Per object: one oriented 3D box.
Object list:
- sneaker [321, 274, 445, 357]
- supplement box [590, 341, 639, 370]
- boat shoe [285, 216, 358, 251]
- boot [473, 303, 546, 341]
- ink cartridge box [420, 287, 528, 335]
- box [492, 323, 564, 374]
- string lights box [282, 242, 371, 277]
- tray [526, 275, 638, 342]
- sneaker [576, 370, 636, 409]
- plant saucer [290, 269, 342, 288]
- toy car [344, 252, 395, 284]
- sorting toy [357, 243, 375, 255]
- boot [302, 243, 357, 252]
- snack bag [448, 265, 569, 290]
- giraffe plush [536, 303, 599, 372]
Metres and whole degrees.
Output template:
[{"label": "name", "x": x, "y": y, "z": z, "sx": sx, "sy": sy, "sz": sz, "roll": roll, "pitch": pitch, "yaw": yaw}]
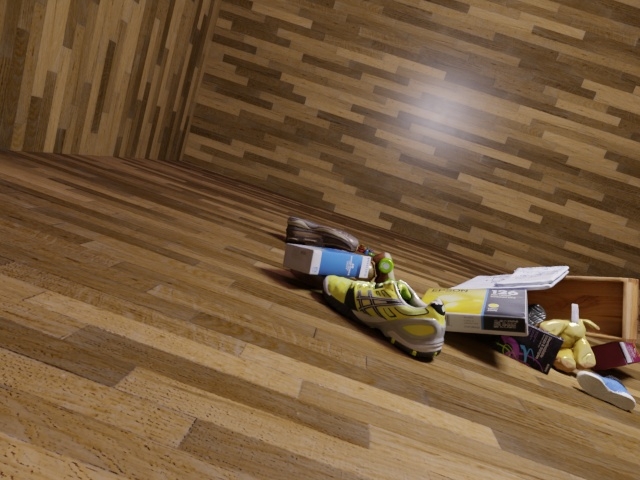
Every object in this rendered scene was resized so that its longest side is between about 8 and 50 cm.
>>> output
[{"label": "sneaker", "x": 0.170, "y": 0.164, "z": 1.110, "sx": 0.384, "sy": 0.147, "sz": 0.145, "roll": 23, "pitch": 13, "yaw": 35}, {"label": "supplement box", "x": 1.014, "y": 0.395, "z": 1.406, "sx": 0.188, "sy": 0.081, "sz": 0.104, "roll": 9, "pitch": -30, "yaw": -39}, {"label": "boat shoe", "x": 0.000, "y": 0.000, "z": 1.705, "sx": 0.355, "sy": 0.131, "sz": 0.132, "roll": 19, "pitch": 6, "yaw": 36}, {"label": "boot", "x": 0.612, "y": 0.292, "z": 1.353, "sx": 0.246, "sy": 0.084, "sz": 0.161, "roll": -16, "pitch": -26, "yaw": -3}, {"label": "ink cartridge box", "x": 0.474, "y": 0.197, "z": 1.263, "sx": 0.303, "sy": 0.072, "sz": 0.307, "roll": -3, "pitch": 13, "yaw": 27}, {"label": "box", "x": 0.614, "y": 0.308, "z": 1.209, "sx": 0.162, "sy": 0.116, "sz": 0.029, "roll": 23, "pitch": 14, "yaw": 25}, {"label": "string lights box", "x": 0.025, "y": 0.065, "z": 1.296, "sx": 0.259, "sy": 0.077, "sz": 0.133, "roll": 9, "pitch": 2, "yaw": -42}, {"label": "tray", "x": 0.896, "y": 0.231, "z": 1.467, "sx": 0.076, "sy": 0.203, "sz": 0.410, "roll": 8, "pitch": -6, "yaw": -27}, {"label": "sneaker", "x": 0.796, "y": 0.408, "z": 1.149, "sx": 0.152, "sy": 0.058, "sz": 0.084, "roll": 26, "pitch": 18, "yaw": 16}, {"label": "plant saucer", "x": -0.002, "y": 0.114, "z": 1.377, "sx": 0.198, "sy": 0.036, "sz": 0.198, "roll": 18, "pitch": 11, "yaw": -4}, {"label": "toy car", "x": 0.172, "y": 0.127, "z": 1.463, "sx": 0.188, "sy": 0.149, "sz": 0.155, "roll": -10, "pitch": 4, "yaw": 9}, {"label": "sorting toy", "x": 0.237, "y": 0.046, "z": 2.084, "sx": 0.101, "sy": 0.042, "sz": 0.061, "roll": 18, "pitch": 11, "yaw": -4}, {"label": "boot", "x": 0.028, "y": 0.015, "z": 1.866, "sx": 0.248, "sy": 0.090, "sz": 0.206, "roll": 24, "pitch": 24, "yaw": 22}, {"label": "snack bag", "x": 0.674, "y": 0.139, "z": 1.456, "sx": 0.342, "sy": 0.037, "sz": 0.322, "roll": -10, "pitch": -1, "yaw": 41}, {"label": "giraffe plush", "x": 0.773, "y": 0.322, "z": 1.330, "sx": 0.181, "sy": 0.211, "sz": 0.170, "roll": 25, "pitch": -16, "yaw": 10}]
